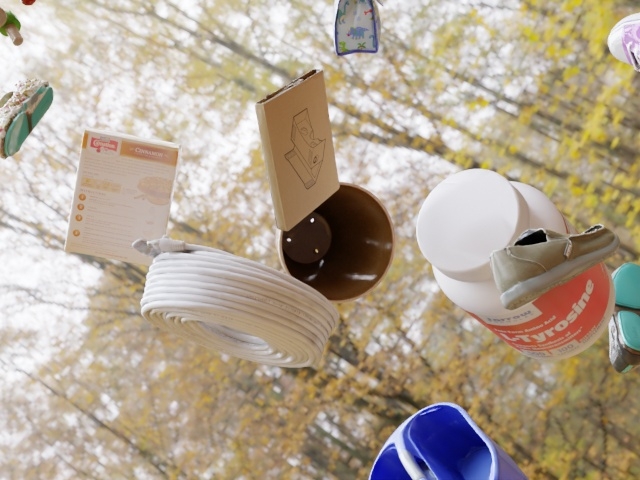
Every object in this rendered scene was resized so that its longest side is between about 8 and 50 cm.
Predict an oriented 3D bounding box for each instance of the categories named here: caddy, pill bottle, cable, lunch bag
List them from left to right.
[{"bbox_3d":[-0.107,0.093,1.284,0.257,0.257,0.089,59,-135,-63],"label":"cable"},{"bbox_3d":[0.066,-0.423,1.761,0.129,0.096,0.151,-83,-13,-66],"label":"lunch bag"},{"bbox_3d":[0.204,0.414,1.619,0.241,0.179,0.341,-50,22,4],"label":"caddy"},{"bbox_3d":[0.328,0.042,1.641,0.229,0.229,0.407,-58,-40,-2],"label":"pill bottle"}]

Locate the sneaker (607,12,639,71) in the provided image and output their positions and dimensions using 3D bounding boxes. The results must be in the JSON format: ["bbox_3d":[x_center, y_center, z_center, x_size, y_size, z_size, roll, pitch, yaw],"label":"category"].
[{"bbox_3d":[0.532,-0.270,1.536,0.161,0.282,0.102,-46,-58,-10],"label":"sneaker"}]

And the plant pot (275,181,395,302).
[{"bbox_3d":[0.000,0.000,2.019,0.237,0.237,0.254,-55,14,-8],"label":"plant pot"}]

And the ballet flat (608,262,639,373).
[{"bbox_3d":[0.614,0.161,1.983,0.280,0.095,0.096,-66,-8,-50],"label":"ballet flat"}]

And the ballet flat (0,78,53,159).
[{"bbox_3d":[-0.544,-0.215,1.718,0.241,0.077,0.091,-78,-1,-59],"label":"ballet flat"}]

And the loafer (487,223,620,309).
[{"bbox_3d":[0.317,0.014,1.320,0.251,0.087,0.094,-19,-15,-45],"label":"loafer"}]

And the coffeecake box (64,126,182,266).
[{"bbox_3d":[-0.296,-0.066,1.476,0.068,0.142,0.186,-109,30,-79],"label":"coffeecake box"}]

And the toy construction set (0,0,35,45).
[{"bbox_3d":[-0.606,-0.371,1.444,0.308,0.237,0.257,-22,-34,-22],"label":"toy construction set"}]

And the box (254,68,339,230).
[{"bbox_3d":[-0.030,-0.139,1.473,0.164,0.021,0.201,-40,-51,-47],"label":"box"}]
